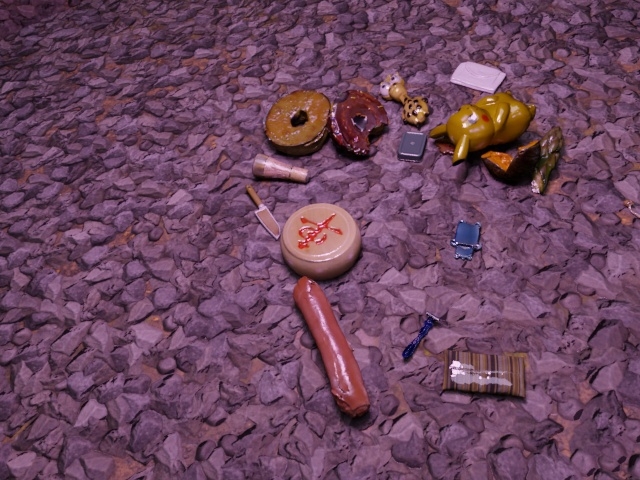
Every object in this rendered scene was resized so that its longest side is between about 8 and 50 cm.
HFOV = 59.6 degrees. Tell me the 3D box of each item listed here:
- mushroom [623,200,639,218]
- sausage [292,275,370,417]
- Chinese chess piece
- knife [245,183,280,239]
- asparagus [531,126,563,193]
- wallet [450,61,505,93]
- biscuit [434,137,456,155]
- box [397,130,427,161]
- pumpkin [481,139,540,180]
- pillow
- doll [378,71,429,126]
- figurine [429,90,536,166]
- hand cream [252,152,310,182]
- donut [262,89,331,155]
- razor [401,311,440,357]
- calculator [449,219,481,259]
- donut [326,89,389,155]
[{"bbox_3d":[1.002,-0.030,1.618,0.026,0.028,0.286,-1,39,-47],"label":"mushroom"},{"bbox_3d":[0.025,0.277,1.507,0.094,0.094,0.418,-45,49,25],"label":"sausage"},{"bbox_3d":[0.000,0.000,1.707,0.251,0.097,0.250,-4,54,5],"label":"Chinese chess piece"},{"bbox_3d":[-0.195,-0.094,1.853,0.046,0.022,0.256,-25,59,-17],"label":"knife"},{"bbox_3d":[0.732,-0.276,1.803,0.080,0.080,0.287,20,59,22],"label":"asparagus"},{"bbox_3d":[0.591,-0.617,2.101,0.183,0.031,0.124,26,65,24],"label":"wallet"},{"bbox_3d":[0.462,-0.338,1.927,0.130,0.019,0.119,-39,58,-19],"label":"biscuit"},{"bbox_3d":[0.318,-0.327,1.934,0.091,0.031,0.126,11,55,16],"label":"box"},{"bbox_3d":[0.611,-0.246,1.768,0.119,0.107,0.184,-25,11,-41],"label":"pumpkin"},{"bbox_3d":[0.417,0.338,1.430,0.204,0.038,0.113,3,55,12],"label":"pillow"},{"bbox_3d":[0.305,-0.520,2.044,0.117,0.086,0.291,-42,52,15],"label":"doll"},{"bbox_3d":[0.526,-0.379,1.839,0.327,0.169,0.218,-16,36,-15],"label":"figurine"},{"bbox_3d":[-0.130,-0.241,1.920,0.203,0.084,0.083,13,57,12],"label":"hand cream"},{"bbox_3d":[-0.074,-0.415,2.023,0.272,0.107,0.271,-7,56,10],"label":"donut"},{"bbox_3d":[0.267,0.262,1.516,0.044,0.028,0.154,29,62,26],"label":"razor"},{"bbox_3d":[0.441,-0.001,1.686,0.094,0.019,0.141,10,58,16],"label":"calculator"},{"bbox_3d":[0.117,-0.406,1.946,0.216,0.096,0.230,29,73,-14],"label":"donut"}]
